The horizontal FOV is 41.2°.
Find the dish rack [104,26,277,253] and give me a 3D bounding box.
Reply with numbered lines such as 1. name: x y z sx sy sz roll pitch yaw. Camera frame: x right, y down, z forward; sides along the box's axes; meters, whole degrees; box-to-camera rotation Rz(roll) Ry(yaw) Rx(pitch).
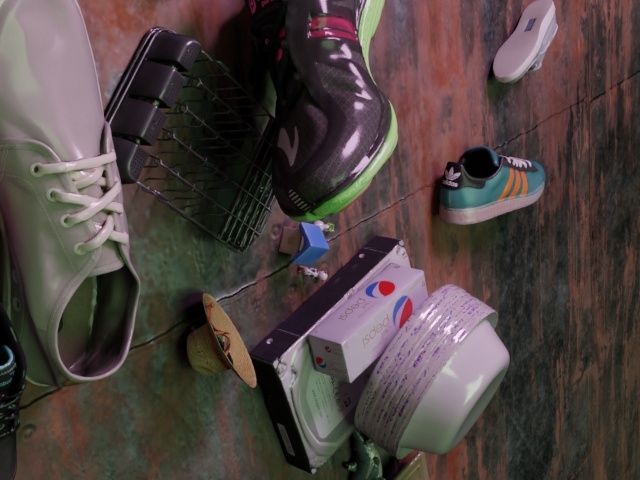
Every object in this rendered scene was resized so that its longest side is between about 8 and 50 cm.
1. dish rack: -0.145 -0.113 1.079 0.271 0.074 0.208 38 71 -49

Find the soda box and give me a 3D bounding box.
1. soda box: 0.078 0.121 1.299 0.216 0.069 0.074 -37 126 -39

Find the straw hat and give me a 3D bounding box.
1. straw hat: -0.147 0.146 1.140 0.061 0.144 0.144 -28 129 3

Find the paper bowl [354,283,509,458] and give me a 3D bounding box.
1. paper bowl: 0.191 0.223 1.354 0.284 0.148 0.284 -46 157 -25

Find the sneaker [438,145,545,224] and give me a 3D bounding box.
1. sneaker: 0.334 -0.124 1.605 0.302 0.108 0.121 -23 120 -43

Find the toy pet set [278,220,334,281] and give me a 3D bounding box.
1. toy pet set: 0.000 0.000 1.277 0.114 0.065 0.122 11 90 -50

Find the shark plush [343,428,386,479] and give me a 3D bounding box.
1. shark plush: 0.072 0.388 1.471 0.067 0.073 0.161 -15 121 -13

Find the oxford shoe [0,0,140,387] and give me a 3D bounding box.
1. oxford shoe: -0.261 -0.046 0.883 0.169 0.130 0.450 -24 121 -52

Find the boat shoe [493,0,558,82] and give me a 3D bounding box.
1. boat shoe: 0.409 -0.372 1.653 0.228 0.079 0.081 -58 132 -27

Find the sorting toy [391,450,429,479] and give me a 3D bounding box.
1. sorting toy: 0.144 0.555 1.609 0.229 0.041 0.307 -43 136 -35

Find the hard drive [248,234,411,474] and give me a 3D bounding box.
1. hard drive: 0.045 0.178 1.377 0.339 0.064 0.237 -41 128 -37

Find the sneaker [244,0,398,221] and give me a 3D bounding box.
1. sneaker: -0.024 -0.238 1.056 0.202 0.185 0.483 28 50 -41

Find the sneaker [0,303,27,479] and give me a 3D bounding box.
1. sneaker: -0.355 0.157 0.871 0.101 0.106 0.268 -27 120 -46
